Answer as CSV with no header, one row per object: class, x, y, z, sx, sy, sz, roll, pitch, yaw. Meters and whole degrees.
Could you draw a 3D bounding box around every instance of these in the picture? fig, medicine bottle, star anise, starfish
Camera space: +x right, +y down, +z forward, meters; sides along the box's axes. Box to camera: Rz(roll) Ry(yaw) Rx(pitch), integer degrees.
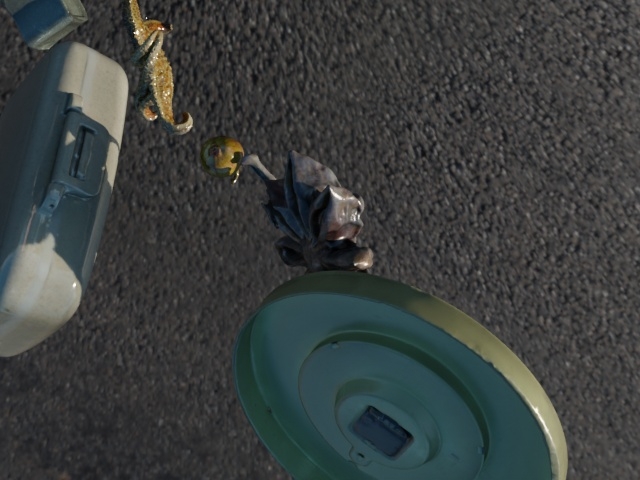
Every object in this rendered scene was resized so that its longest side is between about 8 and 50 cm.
fig,-0.108,-0.089,1.035,0.050,0.050,0.083,-18,159,5
medicine bottle,-0.352,-0.051,1.132,0.123,0.375,0.282,23,147,-29
star anise,0.000,0.000,0.957,0.081,0.262,0.230,-21,147,-14
starfish,-0.347,-0.371,1.878,0.113,0.303,0.312,-11,137,-9

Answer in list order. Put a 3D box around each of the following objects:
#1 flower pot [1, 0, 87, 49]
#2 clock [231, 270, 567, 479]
flower pot,-0.546,-0.482,1.701,0.108,0.103,0.229,-28,103,14
clock,0.045,0.121,0.604,0.235,0.029,0.235,20,134,22
